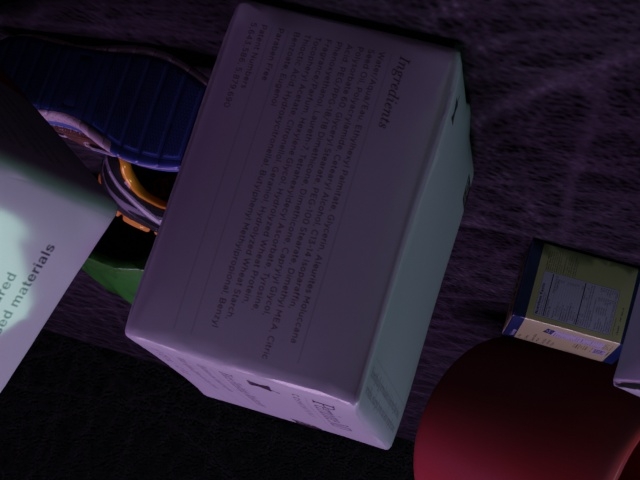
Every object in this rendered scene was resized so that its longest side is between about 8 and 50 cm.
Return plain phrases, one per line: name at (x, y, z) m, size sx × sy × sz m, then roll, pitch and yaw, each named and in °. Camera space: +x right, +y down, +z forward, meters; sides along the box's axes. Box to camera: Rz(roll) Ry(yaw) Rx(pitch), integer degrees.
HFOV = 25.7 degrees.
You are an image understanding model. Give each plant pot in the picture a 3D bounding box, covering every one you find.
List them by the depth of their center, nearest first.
plant pot at (0.231, 0.203, 1.217) m, size 0.275 × 0.275 × 0.243 m, roll 28°, pitch 174°, yaw -41°

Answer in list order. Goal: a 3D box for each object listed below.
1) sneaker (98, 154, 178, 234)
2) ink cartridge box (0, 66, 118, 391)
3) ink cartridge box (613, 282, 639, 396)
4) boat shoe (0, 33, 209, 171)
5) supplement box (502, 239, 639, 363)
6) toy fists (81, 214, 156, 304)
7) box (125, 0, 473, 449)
sneaker at (-0.056, -0.020, 0.970) m, size 0.215 × 0.084 × 0.083 m, roll 17°, pitch 163°, yaw 3°
ink cartridge box at (-0.330, -0.080, 0.660) m, size 0.385 × 0.160 × 0.279 m, roll 28°, pitch -169°, yaw -39°
ink cartridge box at (0.263, 0.043, 0.701) m, size 0.176 × 0.128 × 0.127 m, roll 24°, pitch 166°, yaw -24°
boat shoe at (-0.115, -0.080, 0.838) m, size 0.183 × 0.066 × 0.066 m, roll 22°, pitch 176°, yaw 28°
supplement box at (0.178, 0.045, 0.992) m, size 0.083 × 0.056 × 0.083 m, roll 16°, pitch 168°, yaw 6°
toy fists at (-0.085, 0.028, 1.193) m, size 0.279 × 0.096 × 0.142 m, roll 15°, pitch 158°, yaw 17°
box at (0.000, 0.000, 0.738) m, size 0.119 × 0.182 × 0.181 m, roll 15°, pitch 167°, yaw 12°
